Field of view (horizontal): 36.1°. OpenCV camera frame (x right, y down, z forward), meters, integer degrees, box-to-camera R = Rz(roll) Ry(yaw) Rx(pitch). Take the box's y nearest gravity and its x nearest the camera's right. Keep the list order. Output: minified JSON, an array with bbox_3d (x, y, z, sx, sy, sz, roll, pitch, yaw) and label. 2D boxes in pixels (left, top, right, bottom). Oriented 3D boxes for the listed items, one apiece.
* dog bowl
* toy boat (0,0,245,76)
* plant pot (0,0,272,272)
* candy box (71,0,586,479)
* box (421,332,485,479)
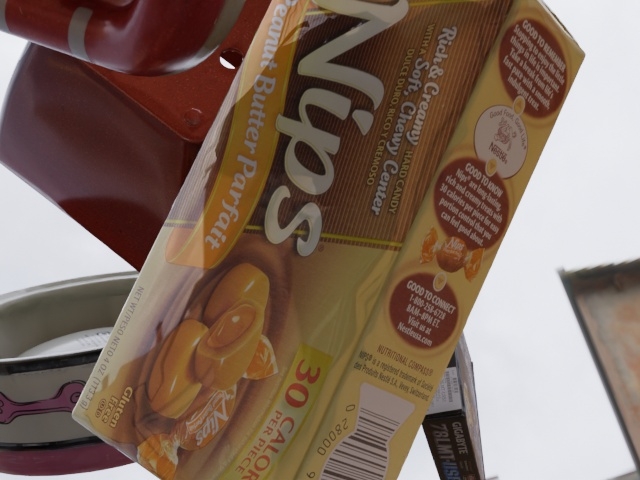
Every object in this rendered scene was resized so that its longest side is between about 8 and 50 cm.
[{"bbox_3d":[-0.279,0.153,1.216,0.408,0.408,0.150,-7,-79,2],"label":"dog bowl"},{"bbox_3d":[-0.153,-0.177,0.539,0.231,0.151,0.151,21,-72,22],"label":"toy boat"},{"bbox_3d":[-0.141,-0.148,0.960,0.267,0.267,0.235,37,-25,6],"label":"plant pot"},{"bbox_3d":[0.000,0.000,0.569,0.087,0.183,0.316,32,-99,-47],"label":"candy box"},{"bbox_3d":[0.204,0.233,1.566,0.073,0.293,0.295,-9,-44,11],"label":"box"}]
